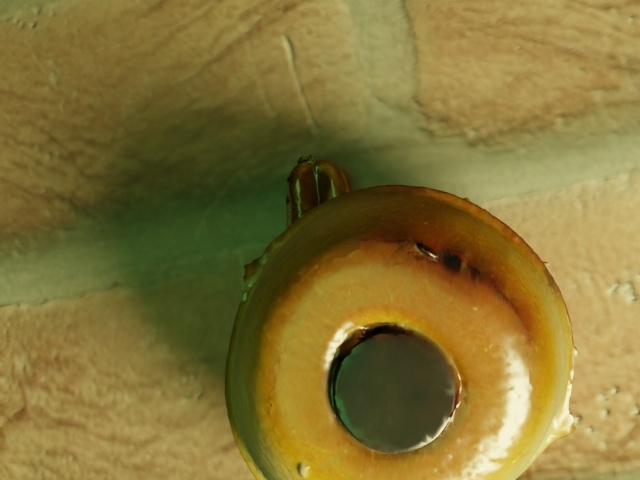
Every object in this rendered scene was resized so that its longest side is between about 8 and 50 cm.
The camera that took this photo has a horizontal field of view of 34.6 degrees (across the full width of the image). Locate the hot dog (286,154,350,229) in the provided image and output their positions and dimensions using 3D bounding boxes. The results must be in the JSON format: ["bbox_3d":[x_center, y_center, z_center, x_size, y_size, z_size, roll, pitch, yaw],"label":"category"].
[{"bbox_3d":[0.000,0.000,0.735,0.049,0.037,0.122,0,93,7],"label":"hot dog"}]

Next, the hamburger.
[{"bbox_3d":[0.047,0.076,0.651,0.236,0.147,0.237,0,92,3],"label":"hamburger"}]
